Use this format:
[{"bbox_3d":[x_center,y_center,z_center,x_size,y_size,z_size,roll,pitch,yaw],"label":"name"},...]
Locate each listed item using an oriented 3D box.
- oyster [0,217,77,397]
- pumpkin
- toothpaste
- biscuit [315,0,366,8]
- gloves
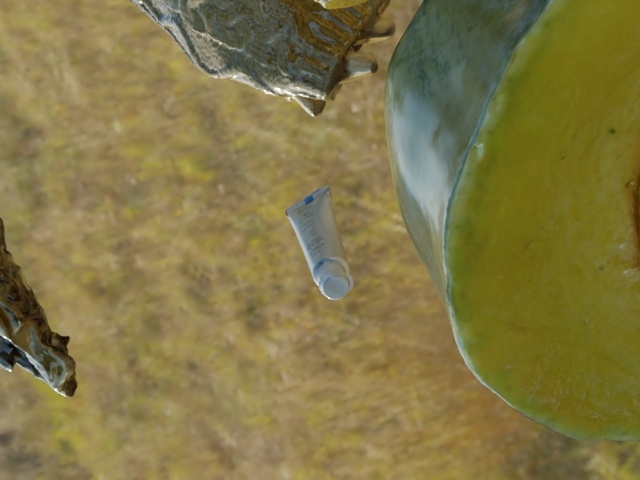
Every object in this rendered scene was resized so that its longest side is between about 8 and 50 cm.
[{"bbox_3d":[-0.273,-0.029,0.867,0.345,0.078,0.128,42,142,-6],"label":"oyster"},{"bbox_3d":[0.183,-0.065,0.822,0.199,0.332,0.332,-135,32,-56],"label":"pumpkin"},{"bbox_3d":[0.000,0.000,1.204,0.031,0.048,0.190,55,-173,-24],"label":"toothpaste"},{"bbox_3d":[-0.023,-0.341,1.182,0.335,0.329,0.078,24,139,8],"label":"biscuit"},{"bbox_3d":[-0.082,-0.254,1.540,0.356,0.155,0.203,25,131,24],"label":"gloves"}]
